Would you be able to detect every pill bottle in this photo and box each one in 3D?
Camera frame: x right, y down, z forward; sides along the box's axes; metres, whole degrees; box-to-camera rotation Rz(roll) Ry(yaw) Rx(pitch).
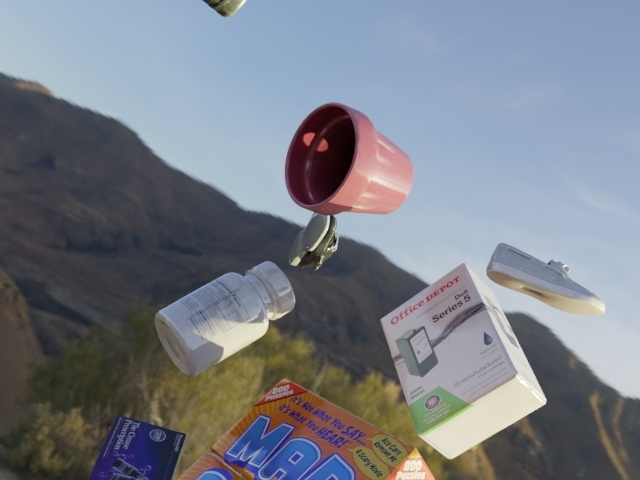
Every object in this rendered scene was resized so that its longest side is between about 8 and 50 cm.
[{"bbox_3d":[-0.166,0.132,1.527,0.131,0.229,0.131,42,-31,34],"label":"pill bottle"}]

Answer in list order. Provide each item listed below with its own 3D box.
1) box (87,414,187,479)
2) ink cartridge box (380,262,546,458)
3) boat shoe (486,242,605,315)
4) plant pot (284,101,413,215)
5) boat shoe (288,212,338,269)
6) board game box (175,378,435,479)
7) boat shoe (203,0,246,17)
[{"bbox_3d":[-0.438,0.552,2.022,0.184,0.103,0.261,19,30,-5],"label":"box"},{"bbox_3d":[0.238,0.204,1.497,0.115,0.198,0.273,41,20,-37],"label":"ink cartridge box"},{"bbox_3d":[0.337,0.056,1.272,0.184,0.063,0.066,20,-20,4],"label":"boat shoe"},{"bbox_3d":[0.064,-0.131,1.575,0.180,0.201,0.201,17,4,-38],"label":"plant pot"},{"bbox_3d":[0.000,0.000,2.281,0.091,0.114,0.302,15,-18,-13],"label":"boat shoe"},{"bbox_3d":[-0.008,0.504,1.348,0.356,0.356,0.356,14,-40,55],"label":"board game box"},{"bbox_3d":[-0.096,-0.470,1.285,0.121,0.335,0.119,10,-31,45],"label":"boat shoe"}]
